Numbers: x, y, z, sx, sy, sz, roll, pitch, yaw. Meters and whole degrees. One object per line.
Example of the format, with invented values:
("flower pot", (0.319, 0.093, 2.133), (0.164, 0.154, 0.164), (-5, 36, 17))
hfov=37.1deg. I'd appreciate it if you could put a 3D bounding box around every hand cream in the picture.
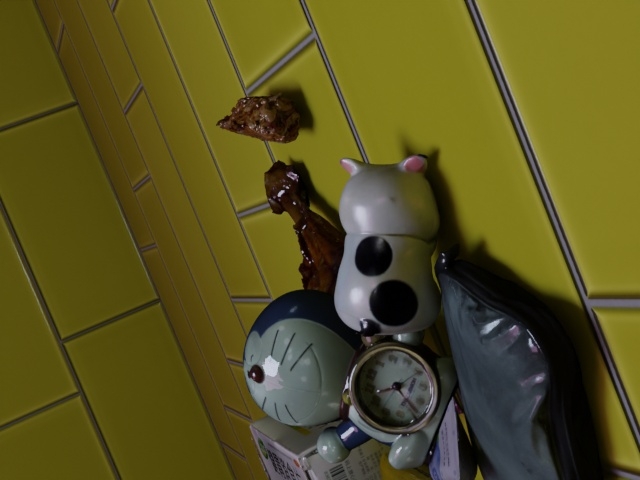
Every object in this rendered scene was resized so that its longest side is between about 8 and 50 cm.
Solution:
("hand cream", (0.140, 0.228, 1.011), (0.142, 0.053, 0.084), (73, -167, -61))

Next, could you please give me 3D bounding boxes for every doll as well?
("doll", (0.069, 0.008, 0.973), (0.107, 0.110, 0.180), (12, -99, -67))

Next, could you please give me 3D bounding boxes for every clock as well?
("clock", (0.028, 0.154, 1.076), (0.243, 0.146, 0.199), (21, 106, 16))

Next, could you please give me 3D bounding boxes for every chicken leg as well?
("chicken leg", (0.000, 0.000, 1.248), (0.304, 0.093, 0.113), (63, 146, 38))

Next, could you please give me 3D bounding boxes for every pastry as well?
("pastry", (-0.075, -0.163, 1.251), (0.169, 0.087, 0.063), (21, 98, 65))

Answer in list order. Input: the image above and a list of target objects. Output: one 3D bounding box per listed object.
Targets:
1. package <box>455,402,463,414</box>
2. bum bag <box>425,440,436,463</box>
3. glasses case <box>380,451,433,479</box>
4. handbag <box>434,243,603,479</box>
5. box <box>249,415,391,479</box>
("package", (0.127, 0.198, 1.156), (0.083, 0.029, 0.059), (-29, 81, 29))
("bum bag", (0.129, 0.219, 1.220), (0.109, 0.026, 0.159), (-1, 110, 69))
("glasses case", (0.143, 0.339, 1.265), (0.234, 0.064, 0.079), (5, 113, 70))
("handbag", (0.193, 0.170, 0.923), (0.191, 0.075, 0.332), (40, 151, 61))
("box", (0.011, 0.371, 1.551), (0.173, 0.145, 0.333), (67, 163, -5))
